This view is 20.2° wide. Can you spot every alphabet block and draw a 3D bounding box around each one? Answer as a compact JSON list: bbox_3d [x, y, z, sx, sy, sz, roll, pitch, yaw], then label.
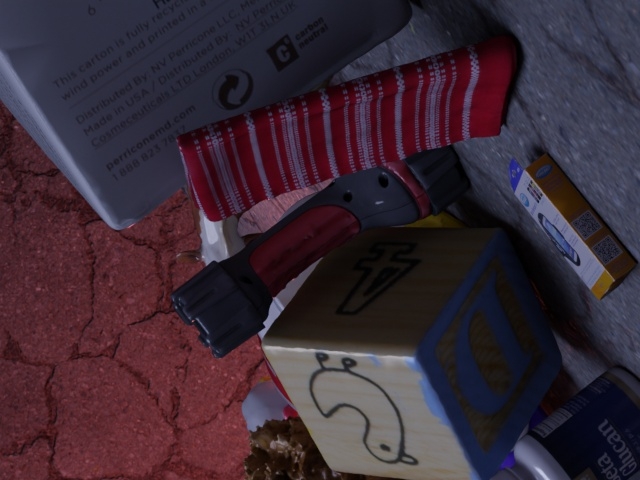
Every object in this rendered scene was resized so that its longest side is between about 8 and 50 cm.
[{"bbox_3d":[0.095,0.111,1.797,0.197,0.193,0.192,0,128,40],"label":"alphabet block"}]

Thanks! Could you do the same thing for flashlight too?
[{"bbox_3d":[0.000,0.000,1.766,0.103,0.304,0.103,50,170,15],"label":"flashlight"}]

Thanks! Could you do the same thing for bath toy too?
[{"bbox_3d":[0.066,0.264,2.414,0.151,0.348,0.129,116,158,-49],"label":"bath toy"}]

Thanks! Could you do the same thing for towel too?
[{"bbox_3d":[0.024,-0.087,1.454,0.199,0.275,0.031,89,164,-75],"label":"towel"}]

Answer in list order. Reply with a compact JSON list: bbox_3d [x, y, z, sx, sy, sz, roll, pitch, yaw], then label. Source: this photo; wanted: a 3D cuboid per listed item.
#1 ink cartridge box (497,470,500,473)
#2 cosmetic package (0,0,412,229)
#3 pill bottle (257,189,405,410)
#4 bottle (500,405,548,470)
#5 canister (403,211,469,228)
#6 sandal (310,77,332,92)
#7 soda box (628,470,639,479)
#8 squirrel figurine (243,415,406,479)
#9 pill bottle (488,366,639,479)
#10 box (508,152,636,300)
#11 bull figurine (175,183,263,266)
[{"bbox_3d":[0.286,0.419,2.351,0.211,0.121,0.289,27,157,33],"label":"ink cartridge box"},{"bbox_3d":[-0.190,-0.287,1.572,0.394,0.329,0.327,43,167,53],"label":"cosmetic package"},{"bbox_3d":[0.031,0.082,2.176,0.229,0.229,0.407,51,171,15],"label":"pill bottle"},{"bbox_3d":[0.205,0.209,2.043,0.118,0.092,0.283,38,180,8],"label":"bottle"},{"bbox_3d":[0.157,0.060,1.940,0.126,0.073,0.170,39,161,54],"label":"canister"},{"bbox_3d":[-0.041,-0.236,1.863,0.180,0.072,0.049,56,-173,-6],"label":"sandal"},{"bbox_3d":[0.307,0.254,1.838,0.074,0.069,0.216,60,165,-4],"label":"soda box"},{"bbox_3d":[0.047,0.360,2.190,0.370,0.281,0.397,19,130,48],"label":"squirrel figurine"},{"bbox_3d":[0.245,0.206,1.714,0.094,0.169,0.094,51,171,11],"label":"pill bottle"},{"bbox_3d":[0.209,-0.017,1.515,0.136,0.028,0.081,54,172,11],"label":"box"},{"bbox_3d":[-0.094,-0.109,2.030,0.101,0.310,0.188,11,156,-3],"label":"bull figurine"}]
